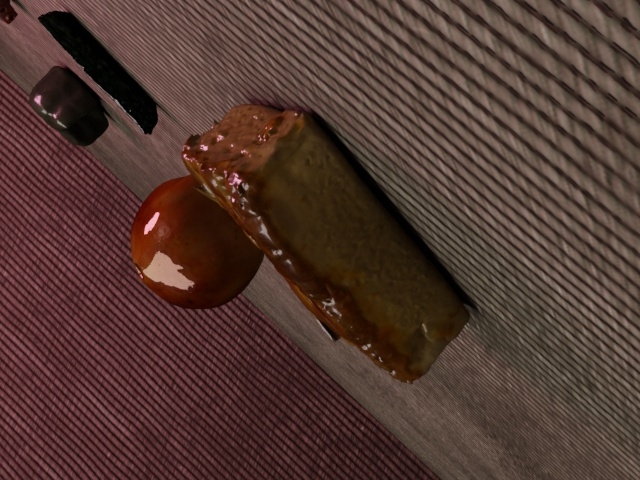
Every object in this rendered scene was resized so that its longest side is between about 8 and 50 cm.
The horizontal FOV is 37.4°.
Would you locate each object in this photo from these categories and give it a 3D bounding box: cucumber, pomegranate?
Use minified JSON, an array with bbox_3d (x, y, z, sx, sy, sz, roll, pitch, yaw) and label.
[{"bbox_3d":[-0.312,-0.243,1.355,0.220,0.046,0.070,49,172,-19],"label":"cucumber"},{"bbox_3d":[-0.178,0.003,1.397,0.209,0.209,0.209,42,170,9],"label":"pomegranate"}]

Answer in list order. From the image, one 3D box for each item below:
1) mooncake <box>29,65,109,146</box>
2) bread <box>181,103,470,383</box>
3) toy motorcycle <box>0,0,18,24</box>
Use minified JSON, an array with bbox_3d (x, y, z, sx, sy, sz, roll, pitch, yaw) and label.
[{"bbox_3d":[-0.487,-0.256,1.853,0.168,0.104,0.175,29,167,38],"label":"mooncake"},{"bbox_3d":[0.000,0.000,0.909,0.275,0.114,0.184,51,168,-26],"label":"bread"},{"bbox_3d":[-0.570,-0.418,1.547,0.118,0.084,0.212,38,177,23],"label":"toy motorcycle"}]
